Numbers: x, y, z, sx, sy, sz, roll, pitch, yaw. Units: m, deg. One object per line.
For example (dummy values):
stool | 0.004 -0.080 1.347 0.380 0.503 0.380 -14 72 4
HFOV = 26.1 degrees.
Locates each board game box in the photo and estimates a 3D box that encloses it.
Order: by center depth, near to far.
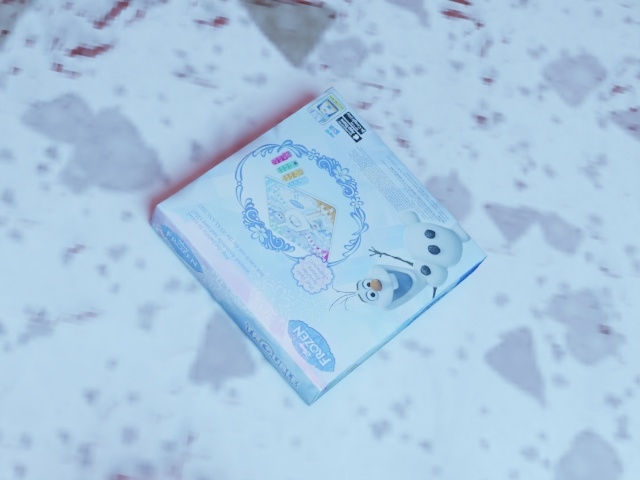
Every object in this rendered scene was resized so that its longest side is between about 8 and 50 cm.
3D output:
board game box | 0.000 0.000 0.513 0.090 0.020 0.090 -36 78 -28
